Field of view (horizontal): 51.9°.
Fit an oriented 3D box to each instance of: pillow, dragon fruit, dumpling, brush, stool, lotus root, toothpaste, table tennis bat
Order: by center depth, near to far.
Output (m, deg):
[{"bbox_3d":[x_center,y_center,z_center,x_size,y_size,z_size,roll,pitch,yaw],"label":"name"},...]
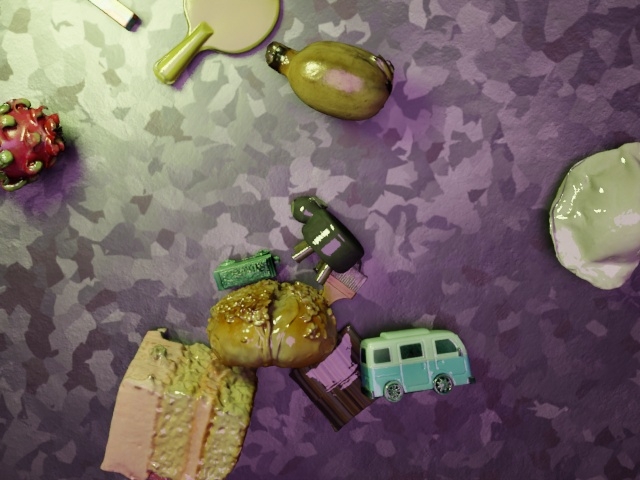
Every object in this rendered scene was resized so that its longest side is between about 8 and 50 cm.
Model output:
[{"bbox_3d":[0.014,-0.384,1.533,0.310,0.183,0.183,19,98,0],"label":"lotus root"},{"bbox_3d":[-0.524,-0.573,1.543,0.193,0.070,0.044,37,95,-7],"label":"toothpaste"},{"bbox_3d":[-0.729,-0.223,1.546,0.198,0.273,0.218,-9,96,-45],"label":"dragon fruit"},{"bbox_3d":[-0.257,-0.516,1.573,0.224,0.054,0.369,43,91,-8],"label":"table tennis bat"},{"bbox_3d":[0.709,-0.077,1.608,0.260,0.181,0.341,22,120,4],"label":"dumpling"},{"bbox_3d":[0.003,0.002,1.625,0.139,0.153,0.228,-43,55,9],"label":"stool"},{"bbox_3d":[0.002,0.172,1.707,0.103,0.013,0.272,38,97,-6],"label":"brush"},{"bbox_3d":[0.059,0.362,1.718,0.212,0.052,0.208,-39,98,2],"label":"pillow"}]

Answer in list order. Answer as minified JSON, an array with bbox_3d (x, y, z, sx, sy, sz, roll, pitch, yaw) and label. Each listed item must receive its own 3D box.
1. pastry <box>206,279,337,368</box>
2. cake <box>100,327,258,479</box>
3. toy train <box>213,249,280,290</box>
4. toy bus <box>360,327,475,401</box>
[{"bbox_3d":[-0.116,0.186,1.568,0.315,0.284,0.184,1,102,7],"label":"pastry"},{"bbox_3d":[-0.332,0.422,1.593,0.307,0.314,0.293,17,100,-6],"label":"cake"},{"bbox_3d":[-0.184,0.075,1.642,0.172,0.099,0.070,-15,102,1],"label":"toy train"},{"bbox_3d":[0.237,0.306,1.656,0.271,0.133,0.165,-6,85,-9],"label":"toy bus"}]
